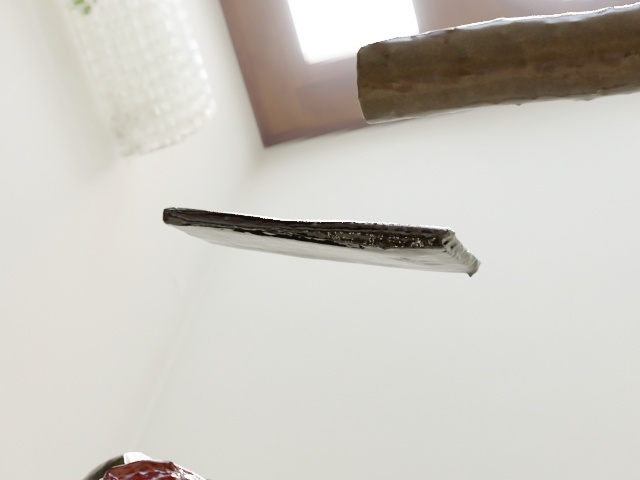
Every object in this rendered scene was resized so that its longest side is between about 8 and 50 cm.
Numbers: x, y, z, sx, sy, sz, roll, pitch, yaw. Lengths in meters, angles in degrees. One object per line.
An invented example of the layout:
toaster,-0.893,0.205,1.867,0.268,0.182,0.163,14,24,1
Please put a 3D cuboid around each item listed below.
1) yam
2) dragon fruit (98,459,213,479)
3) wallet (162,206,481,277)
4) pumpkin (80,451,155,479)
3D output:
yam,0.178,-0.079,0.510,0.326,0.045,0.045,-5,-141,10
dragon fruit,-0.174,0.339,1.247,0.233,0.293,0.234,5,-117,-10
wallet,0.000,-0.001,1.167,0.285,0.030,0.146,6,174,21
pumpkin,-0.177,0.402,1.578,0.139,0.317,0.222,-46,-142,3
